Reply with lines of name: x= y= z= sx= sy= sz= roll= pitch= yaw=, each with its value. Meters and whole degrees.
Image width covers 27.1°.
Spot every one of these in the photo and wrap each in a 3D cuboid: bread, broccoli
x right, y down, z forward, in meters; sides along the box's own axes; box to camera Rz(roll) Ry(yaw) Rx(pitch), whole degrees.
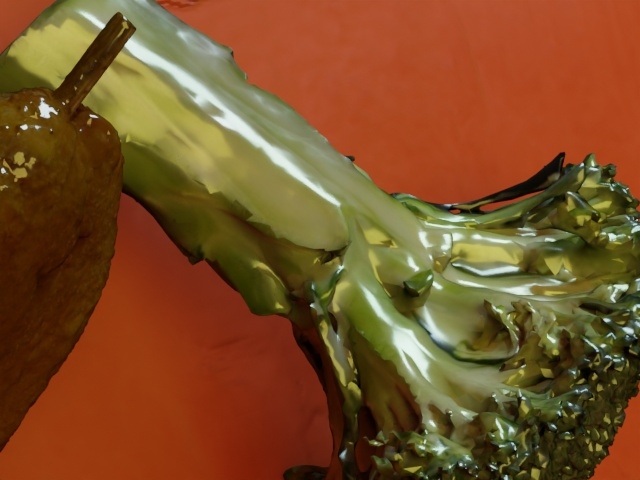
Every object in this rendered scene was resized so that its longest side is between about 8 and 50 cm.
bread: x=-0.179 y=0.048 z=0.563 sx=0.344 sy=0.084 sz=0.124 roll=-56 pitch=149 yaw=2
broccoli: x=-0.010 y=0.020 z=0.651 sx=0.361 sy=0.221 sz=0.252 roll=18 pitch=69 yaw=-12
